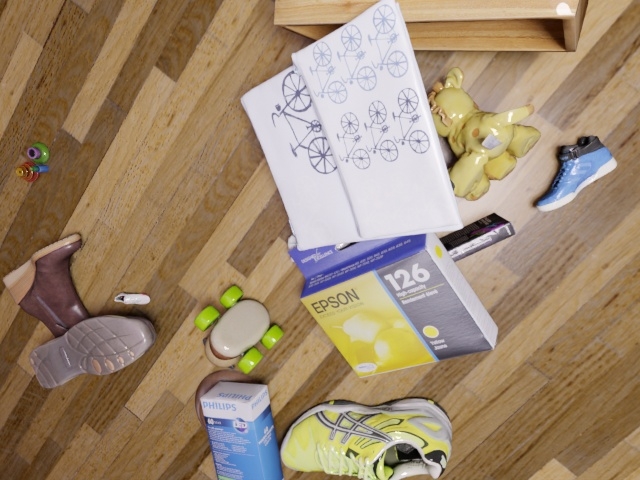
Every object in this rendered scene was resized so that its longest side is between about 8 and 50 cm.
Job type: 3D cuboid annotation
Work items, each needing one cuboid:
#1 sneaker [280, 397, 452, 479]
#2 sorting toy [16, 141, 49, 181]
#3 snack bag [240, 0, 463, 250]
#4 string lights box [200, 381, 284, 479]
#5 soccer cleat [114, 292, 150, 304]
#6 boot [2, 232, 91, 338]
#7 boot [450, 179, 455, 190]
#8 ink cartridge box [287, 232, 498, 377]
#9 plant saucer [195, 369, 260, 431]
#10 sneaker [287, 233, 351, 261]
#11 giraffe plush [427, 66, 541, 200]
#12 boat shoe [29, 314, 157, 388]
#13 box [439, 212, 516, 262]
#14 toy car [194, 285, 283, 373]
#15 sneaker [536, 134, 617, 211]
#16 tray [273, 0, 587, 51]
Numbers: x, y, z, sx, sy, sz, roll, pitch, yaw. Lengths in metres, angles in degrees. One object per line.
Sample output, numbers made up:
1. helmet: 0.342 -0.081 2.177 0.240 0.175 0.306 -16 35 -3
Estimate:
1. sneaker: 0.081 0.432 0.860 0.384 0.147 0.145 -18 98 16
2. sorting toy: -0.681 -0.181 0.957 0.061 0.042 0.102 33 104 4
3. snack bag: 0.024 -0.142 0.650 0.342 0.037 0.324 -8 109 42
4. string lights box: -0.169 0.455 0.902 0.133 0.076 0.260 -4 99 24
5. soccer cleat: -0.449 0.140 0.972 0.083 0.035 0.029 6 101 11
6. boot: -0.621 0.116 0.994 0.248 0.090 0.207 -31 105 14
7. boot: 0.151 -0.080 0.783 0.161 0.083 0.247 60 148 31
8. ink cartridge box: 0.112 0.105 0.759 0.303 0.072 0.307 -27 107 39
9. plant saucer: -0.218 0.409 0.975 0.198 0.036 0.199 2 100 11
10. sneaker: 0.000 0.000 0.847 0.152 0.053 0.061 -14 94 14
11. giraffe plush: 0.252 -0.193 0.714 0.181 0.210 0.171 -43 62 11
12. boat shoe: -0.520 0.241 0.959 0.354 0.130 0.133 -17 93 20
13. box: 0.268 0.003 0.760 0.162 0.116 0.029 -29 96 15
14. toy car: -0.201 0.225 0.912 0.155 0.149 0.188 43 134 5
15. sneaker: 0.440 -0.124 0.730 0.152 0.058 0.085 -37 97 11
16. tray: 0.156 -0.340 0.607 0.410 0.202 0.076 15 108 29
